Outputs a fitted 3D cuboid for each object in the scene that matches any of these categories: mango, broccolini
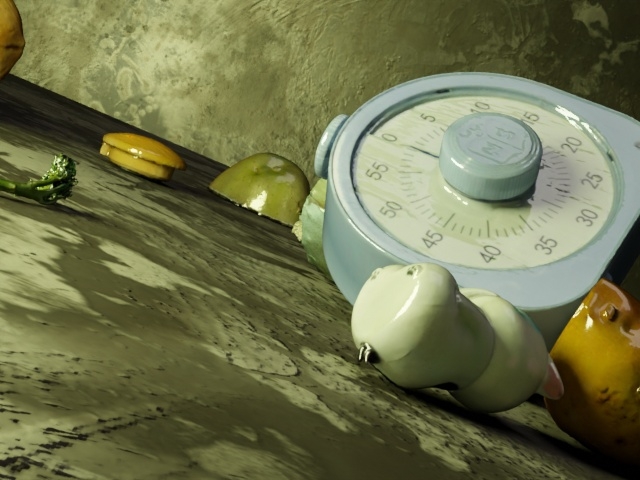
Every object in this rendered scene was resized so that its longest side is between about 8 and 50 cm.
[{"bbox_3d":[0.292,0.142,1.161,0.166,0.136,0.236,39,4,17],"label":"mango"},{"bbox_3d":[-0.286,-0.059,1.181,0.052,0.054,0.194,44,12,16],"label":"broccolini"}]

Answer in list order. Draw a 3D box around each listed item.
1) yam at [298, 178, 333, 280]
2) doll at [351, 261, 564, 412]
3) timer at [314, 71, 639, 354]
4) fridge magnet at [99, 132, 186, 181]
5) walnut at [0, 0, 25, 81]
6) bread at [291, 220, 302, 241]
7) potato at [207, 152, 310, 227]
[{"bbox_3d":[0.134,0.006,1.592,0.271,0.202,0.201,20,-34,35],"label":"yam"},{"bbox_3d":[0.114,0.083,1.058,0.180,0.107,0.110,20,-15,-27],"label":"doll"},{"bbox_3d":[0.168,-0.050,1.387,0.395,0.173,0.395,2,45,-2],"label":"timer"},{"bbox_3d":[-0.285,-0.136,2.009,0.143,0.063,0.143,22,3,-1],"label":"fridge magnet"},{"bbox_3d":[-0.594,-0.324,1.800,0.336,0.209,0.209,24,4,0],"label":"walnut"},{"bbox_3d":[0.000,0.000,2.052,0.083,0.035,0.070,34,10,34],"label":"bread"},{"bbox_3d":[-0.096,-0.104,2.332,0.202,0.117,0.182,26,8,26],"label":"potato"}]
